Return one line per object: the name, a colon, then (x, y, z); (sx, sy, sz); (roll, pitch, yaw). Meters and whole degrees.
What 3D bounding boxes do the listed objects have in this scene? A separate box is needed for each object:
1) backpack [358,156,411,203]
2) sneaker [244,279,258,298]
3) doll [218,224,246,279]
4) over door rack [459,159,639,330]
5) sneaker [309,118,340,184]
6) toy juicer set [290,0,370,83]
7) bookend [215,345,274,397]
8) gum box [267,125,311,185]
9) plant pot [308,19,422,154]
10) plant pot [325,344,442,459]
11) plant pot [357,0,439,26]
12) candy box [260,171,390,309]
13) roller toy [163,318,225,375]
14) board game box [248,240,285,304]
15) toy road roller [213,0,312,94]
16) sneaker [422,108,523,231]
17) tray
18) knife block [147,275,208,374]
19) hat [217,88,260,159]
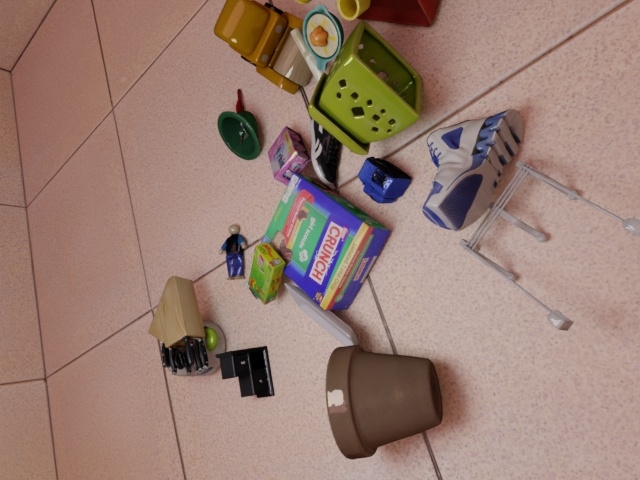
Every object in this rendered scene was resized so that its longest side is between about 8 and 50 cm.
backpack: (0.156, -0.161, 1.272); (0.120, 0.098, 0.101); (46, 116, 31)
sneaker: (-0.165, 0.132, 1.528); (0.166, 0.065, 0.076); (-32, 83, 35)
doll: (-0.298, 0.039, 1.639); (0.129, 0.046, 0.189); (-8, 81, 36)
over door rack: (0.465, 0.004, 0.990); (0.240, 0.108, 0.324); (-60, 35, 17)
sneaker: (0.037, -0.279, 1.387); (0.121, 0.079, 0.217); (-20, 72, 36)
toy juicer set: (-0.017, -0.575, 1.287); (0.209, 0.089, 0.329); (48, 147, 5)
bookend: (-0.231, 0.414, 1.481); (0.072, 0.157, 0.156); (-21, 72, 35)
gum box: (-0.097, -0.253, 1.453); (0.107, 0.062, 0.188); (-50, 32, 23)
plant pot: (0.106, -0.369, 1.215); (0.207, 0.228, 0.227); (-39, 25, 37)
plant pot: (0.161, 0.373, 1.143); (0.229, 0.263, 0.263); (-12, 78, 20)
plant pot: (0.180, -0.742, 1.222); (0.267, 0.267, 0.236); (26, 89, 37)
candy box: (0.000, 0.000, 1.361); (0.317, 0.122, 0.268); (38, 111, 33)
roller toy: (-0.430, 0.366, 1.647); (0.209, 0.146, 0.191); (23, 89, 34)
board game box: (-0.160, 0.098, 1.410); (0.092, 0.043, 0.181); (47, 142, 25)
toy road roller: (-0.172, -0.622, 1.482); (0.329, 0.240, 0.203); (42, 111, 33)
sneaker: (0.314, -0.167, 1.107); (0.315, 0.127, 0.182); (-53, 34, -15)
tray: (0.013, 0.215, 1.341); (0.030, 0.145, 0.270); (-45, 53, -15)
knife block: (-0.424, 0.277, 1.527); (0.242, 0.088, 0.276); (17, 85, 33)
hat: (-0.235, -0.410, 1.650); (0.173, 0.183, 0.209); (-4, 124, 44)
